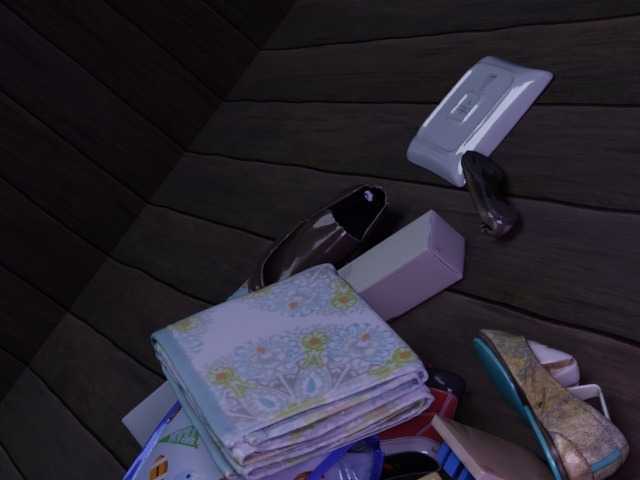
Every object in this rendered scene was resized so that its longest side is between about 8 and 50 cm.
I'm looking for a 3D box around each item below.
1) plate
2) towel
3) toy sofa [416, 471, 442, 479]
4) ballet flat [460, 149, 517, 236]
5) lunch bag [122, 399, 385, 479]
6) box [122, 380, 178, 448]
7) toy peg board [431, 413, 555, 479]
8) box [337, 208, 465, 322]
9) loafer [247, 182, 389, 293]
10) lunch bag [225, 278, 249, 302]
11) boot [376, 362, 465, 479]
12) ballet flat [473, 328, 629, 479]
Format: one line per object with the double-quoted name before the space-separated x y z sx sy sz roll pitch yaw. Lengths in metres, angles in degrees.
"plate" 0.294 -0.248 2.311 0.278 0.045 0.277 -50 23 1
"towel" -0.051 0.187 1.763 0.320 0.090 0.374 -19 33 -17
"toy sofa" 0.162 0.459 1.434 0.150 0.177 0.362 -26 23 -5
"ballet flat" 0.286 -0.080 2.059 0.250 0.084 0.058 -101 30 -56
"lunch bag" -0.115 0.401 1.764 0.328 0.239 0.385 18 74 40
"box" -0.143 0.256 2.083 0.345 0.168 0.215 -40 -5 29
"toy peg board" 0.221 0.311 1.507 0.079 0.161 0.161 -64 22 9
"box" 0.122 0.068 2.095 0.275 0.094 0.113 -33 29 34
"loafer" 0.000 0.000 2.246 0.366 0.134 0.130 -49 1 -31
"lunch bag" -0.126 0.177 2.356 0.279 0.108 0.224 -45 24 12
"boot" 0.112 0.274 1.832 0.244 0.088 0.176 -15 41 42
"ballet flat" 0.307 0.206 1.571 0.123 0.123 0.348 -47 23 9
